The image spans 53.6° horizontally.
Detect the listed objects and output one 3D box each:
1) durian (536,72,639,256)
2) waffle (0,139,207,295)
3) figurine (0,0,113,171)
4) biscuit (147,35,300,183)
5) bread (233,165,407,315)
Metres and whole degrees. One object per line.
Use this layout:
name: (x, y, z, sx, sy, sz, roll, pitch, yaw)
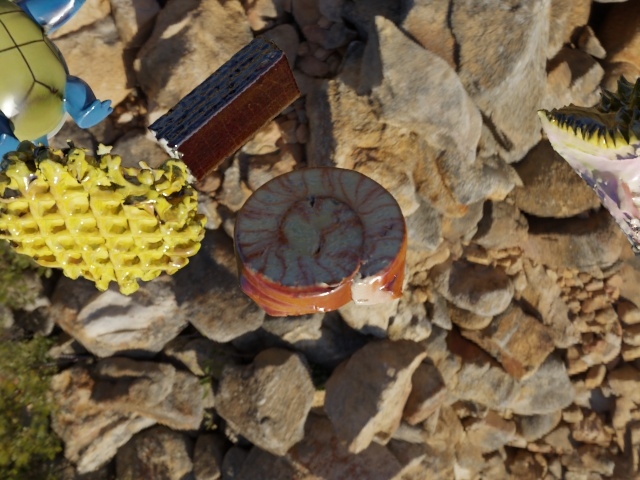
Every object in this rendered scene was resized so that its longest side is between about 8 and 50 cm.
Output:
durian: (0.412, -0.093, 0.671, 0.305, 0.196, 0.185, 52, 164, 24)
waffle: (-0.206, -0.026, 0.598, 0.193, 0.070, 0.197, 22, 141, -29)
figurine: (-0.467, -0.257, 0.953, 0.243, 0.298, 0.416, 24, 133, 38)
biscuit: (-0.149, -0.202, 1.002, 0.252, 0.106, 0.070, -43, 60, -9)
bread: (-0.003, -0.002, 1.215, 0.328, 0.295, 0.114, -10, 147, -6)
